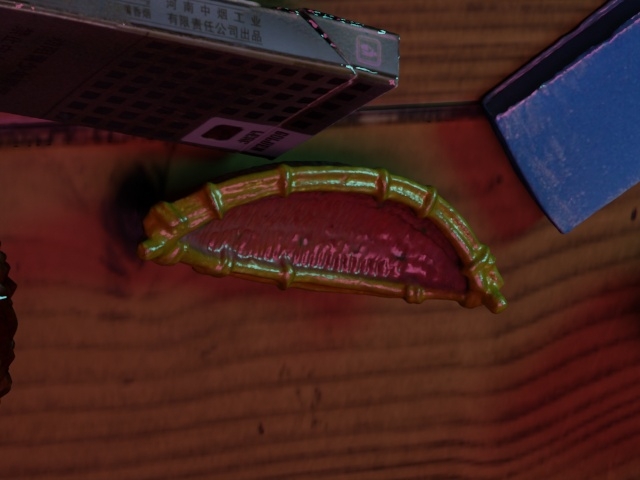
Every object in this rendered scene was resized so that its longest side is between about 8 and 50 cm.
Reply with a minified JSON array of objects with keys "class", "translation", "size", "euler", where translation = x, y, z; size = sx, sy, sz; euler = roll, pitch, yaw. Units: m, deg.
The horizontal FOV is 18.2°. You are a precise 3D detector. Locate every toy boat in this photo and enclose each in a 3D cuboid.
[{"class":"toy boat","translation":[0.000,-0.004,1.556],"size":[0.317,0.099,0.141],"euler":[9,132,-26]}]

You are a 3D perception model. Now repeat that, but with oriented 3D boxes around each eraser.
[{"class":"eraser","translation":[0.287,-0.146,1.643],"size":[0.312,0.043,0.144],"euler":[-36,124,-2]}]

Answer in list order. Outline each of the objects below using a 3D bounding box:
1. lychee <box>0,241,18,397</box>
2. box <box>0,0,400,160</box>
[{"class":"lychee","translation":[-0.349,0.054,1.358],"size":[0.264,0.300,0.264],"euler":[15,90,-70]},{"class":"box","translation":[-0.127,-0.125,1.397],"size":[0.324,0.180,0.047],"euler":[8,70,-31]}]
